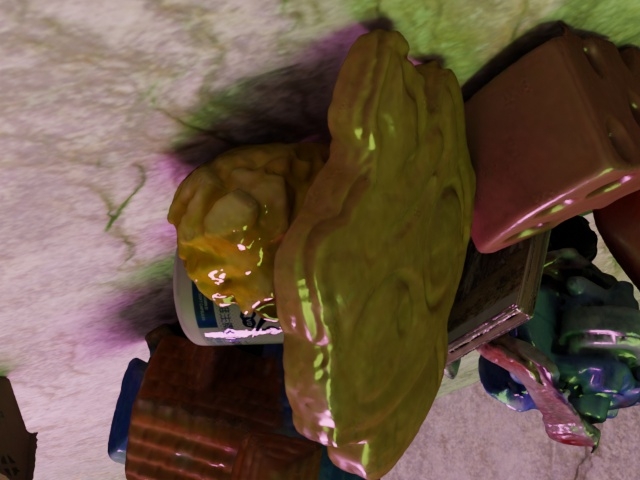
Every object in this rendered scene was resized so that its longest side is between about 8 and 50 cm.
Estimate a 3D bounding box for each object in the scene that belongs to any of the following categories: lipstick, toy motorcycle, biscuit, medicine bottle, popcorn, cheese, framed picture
[{"bbox_3d":[0.204,0.053,1.560,0.077,0.077,0.418,-14,171,-26],"label":"lipstick"},{"bbox_3d":[0.246,0.102,1.326,0.182,0.241,0.319,-51,161,-13],"label":"toy motorcycle"},{"bbox_3d":[0.056,0.017,0.916,0.269,0.051,0.376,-52,146,-42],"label":"biscuit"},{"bbox_3d":[-0.022,0.035,1.065,0.191,0.107,0.107,-3,169,11],"label":"medicine bottle"},{"bbox_3d":[-0.038,-0.011,0.938,0.148,0.152,0.167,-52,157,25],"label":"popcorn"},{"bbox_3d":[0.183,-0.078,1.036,0.177,0.128,0.203,-28,169,31],"label":"cheese"},{"bbox_3d":[0.157,0.012,1.200,0.017,0.217,0.274,21,154,-11],"label":"framed picture"}]

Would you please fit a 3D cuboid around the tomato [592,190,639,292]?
[{"bbox_3d":[0.375,-0.051,1.293,0.309,0.170,0.309,-20,124,-34],"label":"tomato"}]

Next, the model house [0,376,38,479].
[{"bbox_3d":[-0.370,0.289,1.317,0.181,0.248,0.176,-25,166,18],"label":"model house"}]

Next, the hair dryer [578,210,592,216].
[{"bbox_3d":[0.253,-0.049,1.408,0.154,0.054,0.106,-7,167,-13],"label":"hair dryer"}]

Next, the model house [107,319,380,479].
[{"bbox_3d":[-0.068,0.169,1.250,0.295,0.251,0.329,15,171,6],"label":"model house"}]
